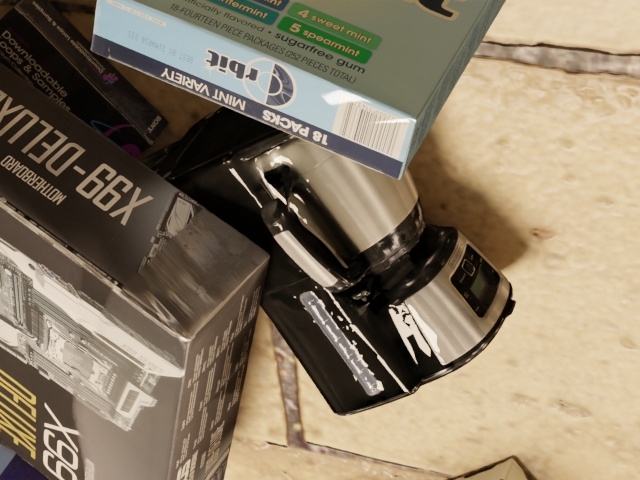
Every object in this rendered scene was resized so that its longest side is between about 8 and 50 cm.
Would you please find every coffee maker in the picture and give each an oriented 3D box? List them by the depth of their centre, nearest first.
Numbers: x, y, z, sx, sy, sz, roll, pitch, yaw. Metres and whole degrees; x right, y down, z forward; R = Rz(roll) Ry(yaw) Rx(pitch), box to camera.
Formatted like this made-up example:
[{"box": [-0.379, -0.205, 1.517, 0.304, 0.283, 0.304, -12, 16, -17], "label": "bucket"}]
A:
[{"box": [0.000, 0.000, 1.029, 0.171, 0.120, 0.178, -6, 124, 54], "label": "coffee maker"}]

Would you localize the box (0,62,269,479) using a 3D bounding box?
[{"box": [-0.160, 0.041, 1.080, 0.242, 0.076, 0.307, 36, 150, 12], "label": "box"}]

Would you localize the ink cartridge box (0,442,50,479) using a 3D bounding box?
[{"box": [-0.367, 0.233, 1.287, 0.395, 0.270, 0.151, 32, 136, 0], "label": "ink cartridge box"}]

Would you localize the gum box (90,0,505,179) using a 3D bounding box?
[{"box": [0.002, -0.124, 0.861, 0.157, 0.184, 0.041, 23, 134, 9], "label": "gum box"}]

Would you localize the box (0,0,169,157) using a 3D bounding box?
[{"box": [-0.183, -0.071, 1.111, 0.116, 0.029, 0.162, 46, 134, -14], "label": "box"}]

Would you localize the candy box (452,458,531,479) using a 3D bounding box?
[{"box": [0.037, 0.247, 1.167, 0.233, 0.159, 0.071, -28, 111, 41], "label": "candy box"}]
